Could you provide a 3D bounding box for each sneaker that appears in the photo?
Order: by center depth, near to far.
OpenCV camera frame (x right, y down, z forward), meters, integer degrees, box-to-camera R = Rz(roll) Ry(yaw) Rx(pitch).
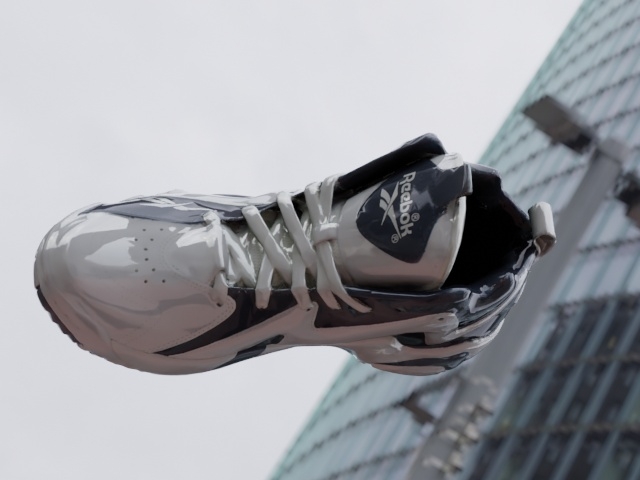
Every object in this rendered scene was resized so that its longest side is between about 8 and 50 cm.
[{"bbox_3d":[0.000,0.000,0.773,0.235,0.094,0.153,12,-30,-21],"label":"sneaker"}]
